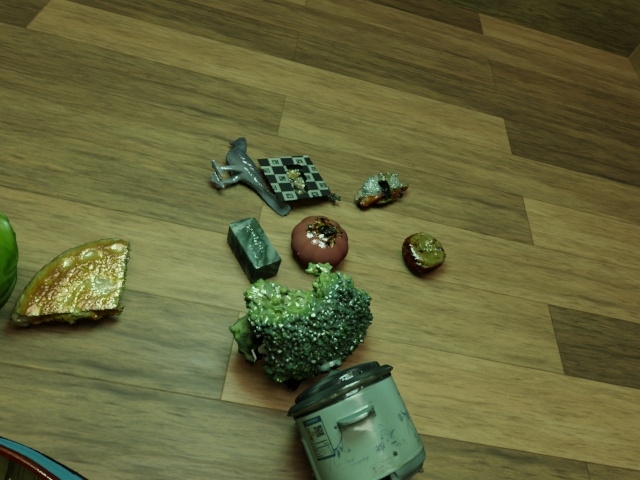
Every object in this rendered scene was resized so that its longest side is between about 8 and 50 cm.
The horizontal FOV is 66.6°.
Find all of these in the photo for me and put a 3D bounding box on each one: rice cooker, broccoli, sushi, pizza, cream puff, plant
[{"bbox_3d":[0.076,0.412,1.090,0.264,0.316,0.316,-23,61,-4],"label":"rice cooker"},{"bbox_3d":[-0.041,0.203,1.232,0.318,0.277,0.338,9,40,15],"label":"broccoli"},{"bbox_3d":[0.212,-0.183,1.705,0.226,0.103,0.097,-15,43,-29],"label":"sushi"},{"bbox_3d":[-0.595,0.123,1.229,0.226,0.086,0.335,39,54,8],"label":"pizza"},{"bbox_3d":[0.330,0.046,1.575,0.149,0.084,0.149,10,54,-14],"label":"cream puff"},{"bbox_3d":[0.027,-0.156,1.655,0.102,0.051,0.051,26,50,11],"label":"plant"},{"bbox_3d":[-0.093,-0.195,1.633,0.192,0.050,0.215,-10,50,-26],"label":"sushi"}]

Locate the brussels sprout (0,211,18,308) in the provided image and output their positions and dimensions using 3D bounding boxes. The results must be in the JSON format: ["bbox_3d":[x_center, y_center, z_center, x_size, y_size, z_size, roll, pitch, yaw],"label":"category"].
[{"bbox_3d":[-0.842,0.033,1.095,0.281,0.289,0.354,6,39,-30],"label":"brussels sprout"}]

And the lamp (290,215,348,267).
[{"bbox_3d":[0.000,0.000,1.472,0.182,0.140,0.182,10,47,-10],"label":"lamp"}]

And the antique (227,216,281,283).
[{"bbox_3d":[-0.200,0.023,1.425,0.088,0.086,0.183,-20,62,-30],"label":"antique"}]

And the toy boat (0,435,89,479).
[{"bbox_3d":[-0.571,0.473,0.958,0.392,0.136,0.079,24,19,2],"label":"toy boat"}]

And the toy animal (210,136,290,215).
[{"bbox_3d":[-0.260,-0.224,1.591,0.206,0.081,0.367,-8,55,-39],"label":"toy animal"}]
